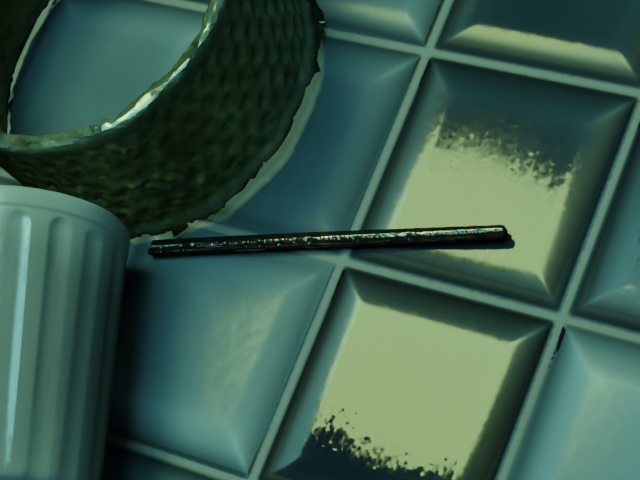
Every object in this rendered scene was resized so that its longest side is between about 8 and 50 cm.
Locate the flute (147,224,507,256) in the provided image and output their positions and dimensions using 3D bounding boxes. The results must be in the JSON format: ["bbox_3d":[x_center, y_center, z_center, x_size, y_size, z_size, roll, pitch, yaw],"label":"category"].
[{"bbox_3d":[0.000,0.000,1.340,0.269,0.014,0.014,-2,66,23],"label":"flute"}]

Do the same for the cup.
[{"bbox_3d":[-0.233,0.090,1.331,0.221,0.167,0.202,-27,55,50],"label":"cup"}]

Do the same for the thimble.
[{"bbox_3d":[-0.147,-0.153,1.395,0.270,0.150,0.271,-10,64,20],"label":"thimble"}]
